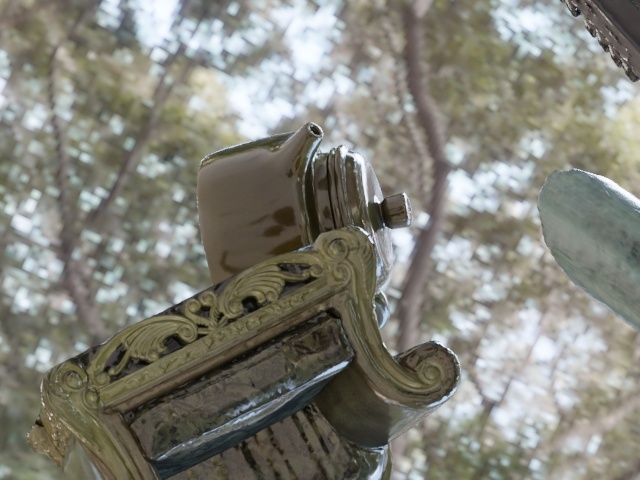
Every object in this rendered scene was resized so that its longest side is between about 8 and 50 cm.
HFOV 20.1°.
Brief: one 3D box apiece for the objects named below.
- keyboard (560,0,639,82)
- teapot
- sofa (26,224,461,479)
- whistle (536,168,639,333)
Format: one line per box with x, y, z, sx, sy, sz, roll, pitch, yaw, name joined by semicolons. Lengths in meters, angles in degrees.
0.140;-0.105;0.766;0.231;0.072;0.023;56;-22;35;keyboard
0.000;0.000;1.645;0.175;0.267;0.185;-11;-136;12;teapot
-0.046;0.133;1.134;0.182;0.258;0.200;60;-19;10;sofa
0.232;0.062;0.927;0.312;0.062;0.062;39;-79;32;whistle
